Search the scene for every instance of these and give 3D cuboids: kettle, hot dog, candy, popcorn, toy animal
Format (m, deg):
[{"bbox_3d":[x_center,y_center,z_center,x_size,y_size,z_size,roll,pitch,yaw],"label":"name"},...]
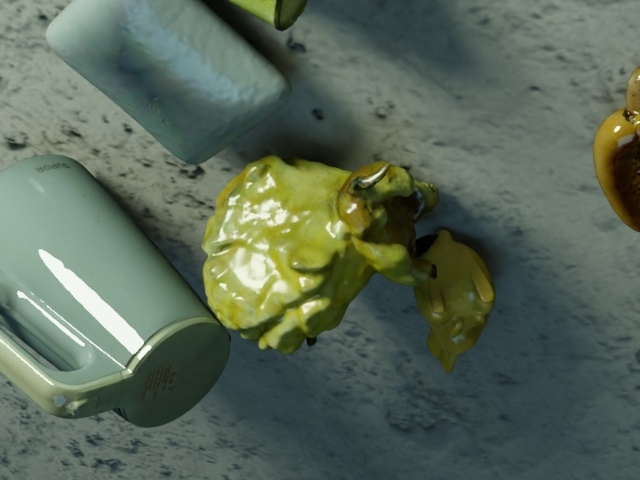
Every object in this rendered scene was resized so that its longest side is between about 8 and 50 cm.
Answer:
[{"bbox_3d":[-0.215,0.053,1.129,0.243,0.211,0.159,39,120,33],"label":"kettle"},{"bbox_3d":[0.253,-0.067,0.990,0.090,0.060,0.140,-13,134,29],"label":"hot dog"},{"bbox_3d":[-0.123,-0.146,1.053,0.174,0.071,0.138,40,134,-21],"label":"candy"},{"bbox_3d":[-0.004,0.008,1.090,0.195,0.168,0.173,-3,135,27],"label":"popcorn"},{"bbox_3d":[0.121,0.066,1.188,0.070,0.083,0.159,-13,145,-2],"label":"toy animal"}]

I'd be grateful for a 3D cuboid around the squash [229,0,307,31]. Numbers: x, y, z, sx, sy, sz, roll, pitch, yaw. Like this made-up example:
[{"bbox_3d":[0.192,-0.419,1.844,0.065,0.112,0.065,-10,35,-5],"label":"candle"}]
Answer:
[{"bbox_3d":[-0.106,-0.228,0.953,0.224,0.094,0.094,20,139,11],"label":"squash"}]
